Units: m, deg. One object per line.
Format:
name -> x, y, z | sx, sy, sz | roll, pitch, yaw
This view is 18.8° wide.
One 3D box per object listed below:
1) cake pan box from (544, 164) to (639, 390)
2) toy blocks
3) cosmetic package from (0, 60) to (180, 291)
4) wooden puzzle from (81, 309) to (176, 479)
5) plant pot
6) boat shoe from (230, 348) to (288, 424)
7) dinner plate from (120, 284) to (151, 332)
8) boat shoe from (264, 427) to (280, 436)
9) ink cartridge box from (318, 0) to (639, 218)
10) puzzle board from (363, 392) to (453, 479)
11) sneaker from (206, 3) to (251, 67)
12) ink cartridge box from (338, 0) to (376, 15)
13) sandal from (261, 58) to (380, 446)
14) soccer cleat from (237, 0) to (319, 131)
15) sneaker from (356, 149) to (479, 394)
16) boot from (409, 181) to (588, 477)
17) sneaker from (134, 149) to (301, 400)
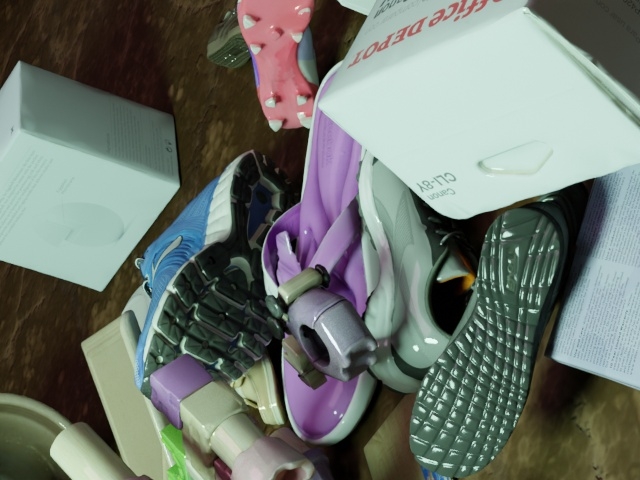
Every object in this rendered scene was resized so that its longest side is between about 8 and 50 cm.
cake pan box -> 0.291, -0.008, 1.448 | 0.246, 0.070, 0.267 | 12, 85, 61
toy blocks -> -0.034, 0.250, 1.691 | 0.260, 0.309, 0.288 | 41, 151, 31
cosmetic package -> -0.332, -0.079, 2.463 | 0.224, 0.225, 0.138 | -50, 35, 35
wooden puzzle -> -0.190, 0.195, 2.108 | 0.221, 0.044, 0.239 | 70, 161, 5
plant pot -> -0.408, 0.332, 2.372 | 0.229, 0.263, 0.263 | 139, 142, -71
boat shoe -> -0.076, 0.145, 2.017 | 0.170, 0.059, 0.063 | -116, 9, -62
dinner plate -> -0.227, 0.114, 2.384 | 0.141, 0.017, 0.141 | -36, 46, 48
boat shoe -> -0.040, 0.253, 1.904 | 0.060, 0.064, 0.178 | -61, 27, 24
ink cartridge box -> 0.199, -0.234, 1.524 | 0.279, 0.160, 0.384 | -20, 37, 55
puzzle board -> 0.081, 0.206, 1.766 | 0.096, 0.011, 0.128 | -54, 33, 28
sneaker -> -0.081, -0.258, 2.279 | 0.188, 0.066, 0.071 | -12, 63, 59
ink cartridge box -> 0.062, -0.364, 2.026 | 0.198, 0.115, 0.273 | -62, 30, 18
sandal -> -0.008, 0.005, 1.949 | 0.169, 0.102, 0.416 | -31, 49, 53
soccer cleat -> -0.042, -0.227, 2.073 | 0.248, 0.083, 0.095 | 82, -177, -45
sneaker -> 0.101, 0.003, 1.775 | 0.108, 0.100, 0.271 | -25, 58, 43
boot -> 0.161, 0.071, 1.591 | 0.161, 0.083, 0.246 | -26, -42, -68
sneaker -> -0.124, 0.055, 2.041 | 0.147, 0.130, 0.330 | -32, 24, 39
